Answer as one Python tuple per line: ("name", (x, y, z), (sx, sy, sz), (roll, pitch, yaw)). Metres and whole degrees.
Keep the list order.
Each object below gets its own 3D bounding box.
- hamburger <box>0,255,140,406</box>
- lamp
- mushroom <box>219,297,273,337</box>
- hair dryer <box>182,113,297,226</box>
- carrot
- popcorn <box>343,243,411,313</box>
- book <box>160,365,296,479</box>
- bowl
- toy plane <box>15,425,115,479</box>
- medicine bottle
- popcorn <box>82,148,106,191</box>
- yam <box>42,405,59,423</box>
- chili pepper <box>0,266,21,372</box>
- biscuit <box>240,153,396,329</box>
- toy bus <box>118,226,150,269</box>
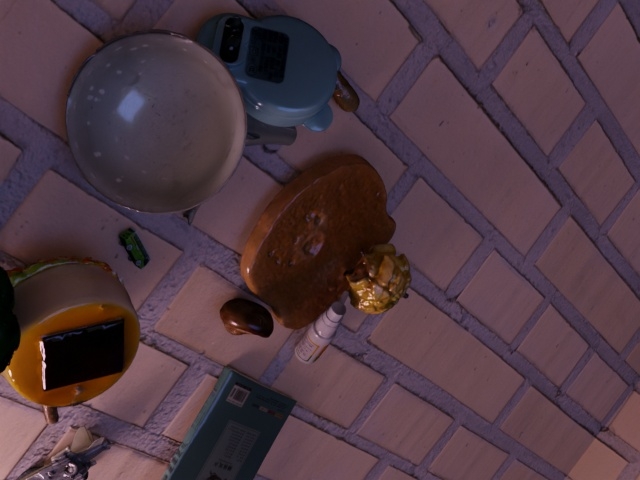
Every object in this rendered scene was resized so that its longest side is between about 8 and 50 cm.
("hamburger", (-0.472, 0.160, 1.642), (0.276, 0.179, 0.294), (-14, 126, -29))
("lamp", (-0.096, -0.322, 1.657), (0.284, 0.147, 0.209), (21, 67, -35))
("mushroom", (-0.159, 0.175, 1.938), (0.127, 0.127, 0.087), (20, 95, -43))
("hair dryer", (-0.156, -0.164, 1.786), (0.229, 0.092, 0.267), (-15, 138, -38))
("carrot", (0.014, -0.351, 1.812), (0.049, 0.049, 0.254), (-44, 130, -8))
("popcorn", (0.131, 0.085, 2.021), (0.152, 0.148, 0.167), (34, 74, -14))
("book", (-0.227, 0.502, 2.096), (0.264, 0.031, 0.379), (37, 81, -44))
("bowl", (-0.273, -0.207, 1.576), (0.314, 0.146, 0.313), (1, 98, 4))
("toy plane", (-0.548, 0.482, 1.837), (0.262, 0.088, 0.192), (-36, 160, -10))
("medicine bottle", (0.010, 0.200, 2.062), (0.092, 0.061, 0.220), (-58, 180, -40))
("popcorn", (-0.394, -0.130, 1.613), (0.068, 0.060, 0.083), (3, 105, -39))
("yam", (-0.542, 0.300, 1.769), (0.032, 0.032, 0.145), (-19, 125, -29))
("chili pepper", (-0.637, 0.130, 1.433), (0.257, 0.233, 0.248), (6, 133, -46))
("biscuit", (-0.001, -0.001, 1.992), (0.385, 0.062, 0.365), (-42, 136, -10))
("toy bus", (-0.362, 0.016, 1.744), (0.037, 0.031, 0.083), (-42, 134, -24))
